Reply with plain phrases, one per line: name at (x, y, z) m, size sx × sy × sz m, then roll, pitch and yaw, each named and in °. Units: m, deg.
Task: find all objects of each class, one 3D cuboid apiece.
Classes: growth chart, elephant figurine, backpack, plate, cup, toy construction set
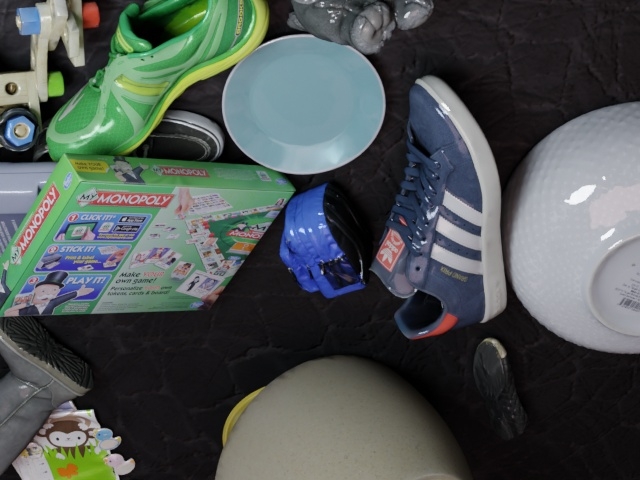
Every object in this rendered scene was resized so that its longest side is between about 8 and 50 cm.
growth chart at (-0.363, 0.283, 1.886) m, size 0.172 × 0.021 × 0.237 m, roll -19°, pitch 125°, yaw 10°
elephant figurine at (0.009, -0.318, 1.386) m, size 0.186 × 0.169 × 0.239 m, roll -35°, pitch 127°, yaw 5°
backpack at (0.000, 0.000, 1.646) m, size 0.101 × 0.098 × 0.120 m, roll -19°, pitch 125°, yaw 16°
plate at (-0.019, -0.159, 1.575) m, size 0.188 × 0.024 × 0.188 m, roll -1°, pitch 128°, yaw -1°
cup at (0.064, 0.331, 1.713) m, size 0.331 × 0.237 × 0.331 m, roll -6°, pitch 103°, yaw -29°
toy construction set at (-0.398, -0.196, 1.475) m, size 0.327 × 0.151 × 0.215 m, roll -6°, pitch 101°, yaw -7°

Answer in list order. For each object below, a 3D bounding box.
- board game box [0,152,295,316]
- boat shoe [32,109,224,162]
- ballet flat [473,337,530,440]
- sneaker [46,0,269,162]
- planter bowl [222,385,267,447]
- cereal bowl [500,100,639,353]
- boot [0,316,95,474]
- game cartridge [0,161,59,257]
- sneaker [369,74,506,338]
board game box at (-0.201, -0.002, 1.566) m, size 0.317 × 0.046 × 0.213 m, roll 1°, pitch 134°, yaw -47°
boat shoe at (-0.220, -0.100, 1.583) m, size 0.219 × 0.070 × 0.078 m, roll -2°, pitch 126°, yaw 0°
ballet flat at (0.242, 0.194, 1.835) m, size 0.057 × 0.049 × 0.173 m, roll 20°, pitch 139°, yaw 41°
sneaker at (-0.195, -0.196, 1.482) m, size 0.295 × 0.109 × 0.123 m, roll -38°, pitch 141°, yaw 14°
planter bowl at (-0.027, 0.300, 1.866) m, size 0.217 × 0.090 × 0.217 m, roll -1°, pitch 126°, yaw -1°
cereal bowl at (0.386, 0.010, 1.642) m, size 0.339 × 0.141 × 0.339 m, roll -1°, pitch 125°, yaw -2°
boot at (-0.421, 0.197, 1.779) m, size 0.208 × 0.076 × 0.189 m, roll -36°, pitch 110°, yaw 22°
game cartridge at (-0.374, -0.003, 1.591) m, size 0.196 × 0.060 × 0.294 m, roll -5°, pitch 153°, yaw -3°
sneaker at (0.122, -0.022, 1.596) m, size 0.148 × 0.131 × 0.350 m, roll -23°, pitch 126°, yaw -12°
